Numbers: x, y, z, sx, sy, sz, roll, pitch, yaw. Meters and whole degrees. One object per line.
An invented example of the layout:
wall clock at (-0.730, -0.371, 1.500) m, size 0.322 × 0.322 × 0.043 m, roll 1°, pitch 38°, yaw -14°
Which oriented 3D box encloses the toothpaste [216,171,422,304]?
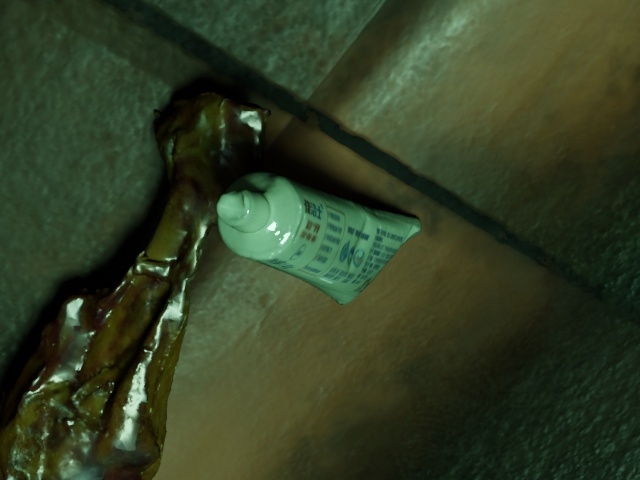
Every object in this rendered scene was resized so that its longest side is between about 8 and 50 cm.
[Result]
toothpaste at (0.000, -0.001, 0.843) m, size 0.268 × 0.047 × 0.069 m, roll 21°, pitch 83°, yaw -69°

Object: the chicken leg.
chicken leg at (-0.106, 0.047, 0.864) m, size 0.093 × 0.113 × 0.304 m, roll 2°, pitch 123°, yaw -59°
